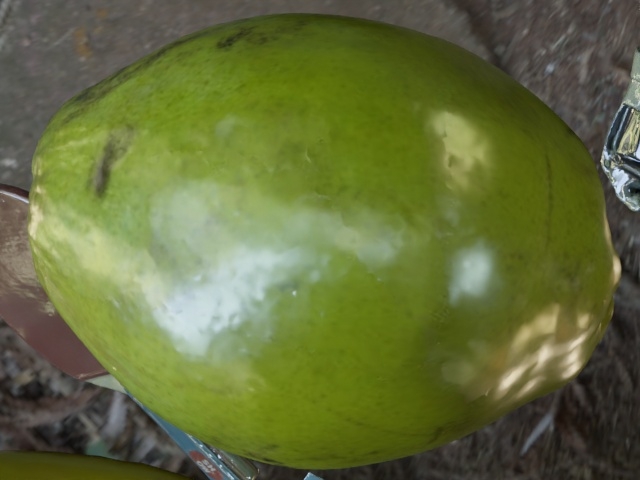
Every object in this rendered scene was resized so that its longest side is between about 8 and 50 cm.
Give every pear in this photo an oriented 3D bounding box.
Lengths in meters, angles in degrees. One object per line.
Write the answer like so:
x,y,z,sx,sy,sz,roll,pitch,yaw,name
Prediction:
0.000,0.000,0.670,0.269,0.212,0.212,5,107,2,pear

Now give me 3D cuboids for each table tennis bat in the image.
-0.137,0.067,0.951,0.154,0.021,0.274,-18,119,49,table tennis bat

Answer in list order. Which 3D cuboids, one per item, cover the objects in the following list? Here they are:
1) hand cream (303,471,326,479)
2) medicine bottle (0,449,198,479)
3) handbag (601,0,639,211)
-0.019,0.298,1.470,0.075,0.052,0.248,10,150,-16,hand cream
-0.100,0.267,0.402,0.224,0.224,0.384,21,119,9,medicine bottle
0.317,-0.179,1.103,0.109,0.253,0.316,24,112,27,handbag
